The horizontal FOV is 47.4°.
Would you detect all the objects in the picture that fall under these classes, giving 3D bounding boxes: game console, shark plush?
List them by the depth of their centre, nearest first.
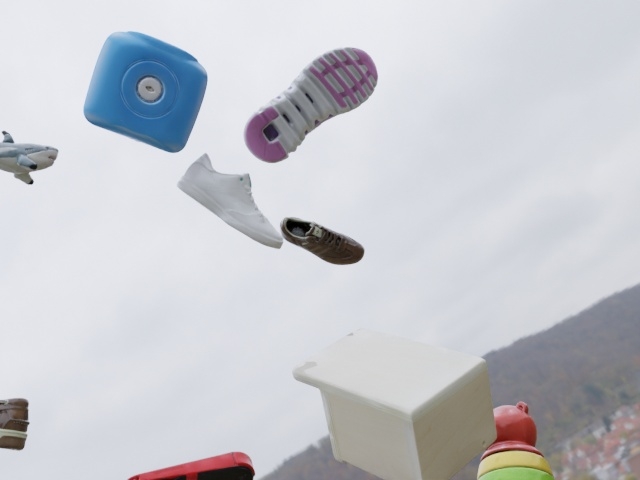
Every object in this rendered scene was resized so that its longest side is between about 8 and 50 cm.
[{"bbox_3d":[-0.516,-0.147,1.187,0.161,0.067,0.073,15,-25,-8],"label":"shark plush"},{"bbox_3d":[-0.348,0.726,1.888,0.341,0.060,0.387,-3,-62,-26],"label":"game console"}]

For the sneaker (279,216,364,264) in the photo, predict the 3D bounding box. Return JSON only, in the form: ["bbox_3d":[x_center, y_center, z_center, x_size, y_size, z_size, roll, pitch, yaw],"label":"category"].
[{"bbox_3d":[0.000,0.000,1.524,0.071,0.188,0.066,75,-147,-71],"label":"sneaker"}]

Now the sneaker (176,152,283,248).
[{"bbox_3d":[-0.139,-0.069,1.265,0.094,0.212,0.080,-55,9,-4],"label":"sneaker"}]

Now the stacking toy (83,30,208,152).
[{"bbox_3d":[-0.319,-0.246,1.282,0.175,0.166,0.302,19,-4,-20],"label":"stacking toy"}]

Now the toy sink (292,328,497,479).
[{"bbox_3d":[0.095,0.226,0.993,0.152,0.131,0.234,-24,20,-38],"label":"toy sink"}]

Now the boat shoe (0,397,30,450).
[{"bbox_3d":[-0.588,0.282,1.191,0.257,0.095,0.095,3,-19,11],"label":"boat shoe"}]

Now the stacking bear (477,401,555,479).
[{"bbox_3d":[0.358,0.445,1.360,0.164,0.289,0.175,17,-42,-14],"label":"stacking bear"}]

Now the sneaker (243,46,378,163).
[{"bbox_3d":[-0.021,-0.207,1.108,0.236,0.095,0.104,-37,10,-8],"label":"sneaker"}]
